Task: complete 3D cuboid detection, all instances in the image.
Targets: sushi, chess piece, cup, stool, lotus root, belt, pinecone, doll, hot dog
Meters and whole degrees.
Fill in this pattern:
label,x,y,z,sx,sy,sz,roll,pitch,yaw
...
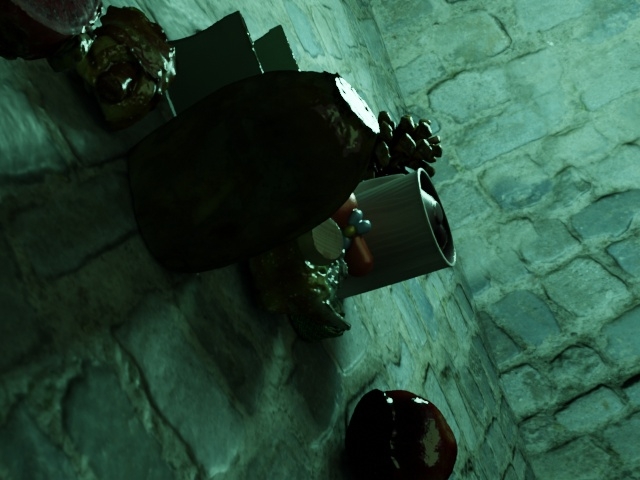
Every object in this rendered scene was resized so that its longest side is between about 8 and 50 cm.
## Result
label,x,y,z,sx,sy,sz,roll,pitch,yaw
sushi,-0.047,0.034,1.511,0.184,0.139,0.274,24,52,-62
chess piece,0.000,0.000,1.422,0.083,0.038,0.084,24,57,-43
cup,0.128,-0.038,1.875,0.208,0.273,0.288,36,37,-59
stool,-0.124,-0.229,1.517,0.270,0.170,0.243,69,17,-3
lotus root,-0.084,-0.109,1.249,0.250,0.346,0.250,49,24,-31
belt,0.001,0.127,1.647,0.151,0.079,0.121,44,31,-55
pinecone,0.159,-0.204,2.180,0.244,0.309,0.244,169,-90,-75
doll,-0.004,-0.050,1.686,0.290,0.161,0.130,62,8,2
hot dog,-0.263,-0.251,1.238,0.146,0.103,0.213,59,22,-32

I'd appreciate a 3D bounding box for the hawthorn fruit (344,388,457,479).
label,x,y,z,sx,sy,sz,roll,pitch,yaw
hawthorn fruit,0.156,0.392,1.653,0.250,0.215,0.215,47,28,-65

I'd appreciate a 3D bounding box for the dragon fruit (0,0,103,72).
label,x,y,z,sx,sy,sz,roll,pitch,yaw
dragon fruit,-0.361,-0.307,0.987,0.282,0.147,0.211,66,27,-4
